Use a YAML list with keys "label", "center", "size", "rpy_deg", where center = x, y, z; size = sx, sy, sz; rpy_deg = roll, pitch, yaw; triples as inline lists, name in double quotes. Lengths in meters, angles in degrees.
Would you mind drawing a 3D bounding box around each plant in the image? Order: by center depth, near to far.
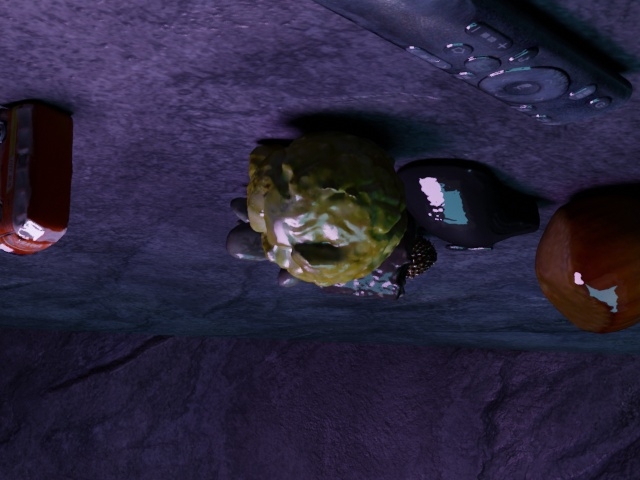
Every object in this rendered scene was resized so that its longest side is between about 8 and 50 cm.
- label: "plant"
  center: [0.001, 0.000, 1.359]
  size: [0.274, 0.149, 0.146]
  rpy_deg: [10, -167, 2]

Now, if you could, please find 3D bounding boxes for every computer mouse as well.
- label: "computer mouse"
  center: [0.195, -0.034, 1.293]
  size: [0.147, 0.088, 0.264]
  rpy_deg: [-3, 168, 38]

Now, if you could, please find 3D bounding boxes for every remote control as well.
- label: "remote control"
  center: [0.124, -0.173, 0.797]
  size: [0.107, 0.044, 0.377]
  rpy_deg: [-4, 165, 45]

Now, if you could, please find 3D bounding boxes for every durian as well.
- label: "durian"
  center: [0.116, 0.015, 1.536]
  size: [0.140, 0.071, 0.110]
  rpy_deg: [-13, -158, 9]

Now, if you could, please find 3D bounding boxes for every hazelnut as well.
- label: "hazelnut"
  center: [0.393, 0.020, 1.286]
  size: [0.186, 0.210, 0.210]
  rpy_deg: [24, 178, 30]

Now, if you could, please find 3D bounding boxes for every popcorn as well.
- label: "popcorn"
  center: [-0.001, -0.051, 1.126]
  size: [0.198, 0.198, 0.212]
  rpy_deg: [17, -172, -43]

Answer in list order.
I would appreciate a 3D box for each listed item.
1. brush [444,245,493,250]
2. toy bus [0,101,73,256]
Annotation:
- label: "brush"
  center: [0.255, 0.013, 1.628]
  size: [0.083, 0.008, 0.024]
  rpy_deg: [0, 163, 18]
- label: "toy bus"
  center: [-0.331, -0.072, 1.096]
  size: [0.077, 0.174, 0.079]
  rpy_deg: [-15, 158, 34]
